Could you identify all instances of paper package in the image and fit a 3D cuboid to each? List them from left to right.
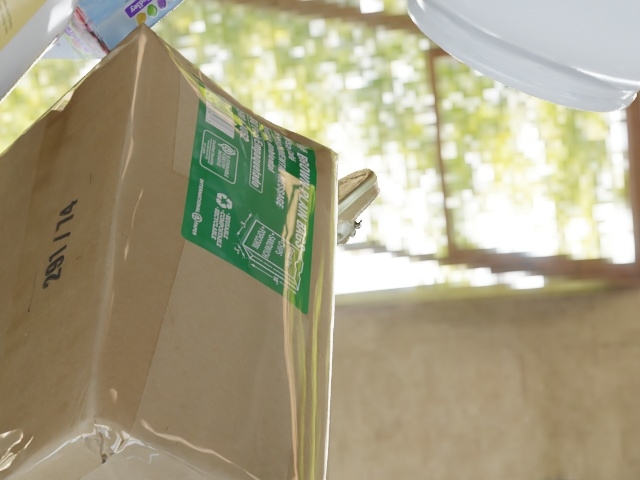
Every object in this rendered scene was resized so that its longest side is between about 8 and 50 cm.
[{"bbox_3d":[-0.143,0.091,1.188,0.309,0.168,0.325,-37,-147,32],"label":"paper package"}]

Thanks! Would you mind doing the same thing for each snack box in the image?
[{"bbox_3d":[-0.128,-0.200,1.360,0.174,0.070,0.207,-42,-159,-15],"label":"snack box"}]

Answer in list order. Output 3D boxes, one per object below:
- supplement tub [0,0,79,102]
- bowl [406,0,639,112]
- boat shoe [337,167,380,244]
[{"bbox_3d":[-0.311,-0.110,1.118,0.241,0.241,0.331,7,-135,33],"label":"supplement tub"},{"bbox_3d":[0.136,-0.163,1.106,0.297,0.134,0.298,20,-155,-10],"label":"bowl"},{"bbox_3d":[0.000,0.001,1.703,0.153,0.048,0.056,-45,-162,10],"label":"boat shoe"}]
